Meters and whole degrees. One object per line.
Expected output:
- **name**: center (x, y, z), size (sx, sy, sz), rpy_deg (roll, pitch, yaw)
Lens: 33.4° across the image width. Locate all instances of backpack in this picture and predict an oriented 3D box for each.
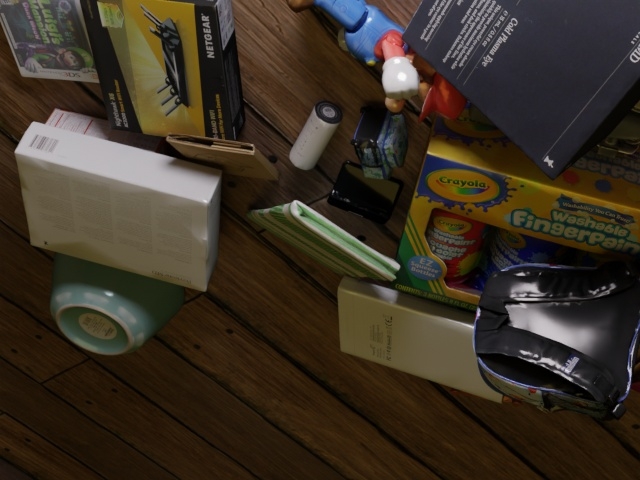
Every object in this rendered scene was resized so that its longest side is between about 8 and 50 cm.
- **backpack**: center (0.108, -0.164, 1.863), size (0.084, 0.105, 0.114), rpy_deg (6, 143, 16)
- **backpack**: center (0.388, 0.160, 1.772), size (0.264, 0.276, 0.213), rpy_deg (13, 154, 12)

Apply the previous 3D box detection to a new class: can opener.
- **can opener**: center (0.388, -0.210, 1.728), size (0.284, 0.076, 0.095), rpy_deg (16, 141, 6)

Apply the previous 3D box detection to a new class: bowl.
- **bowl**: center (-0.477, 0.140, 2.376), size (0.312, 0.163, 0.311), rpy_deg (11, 139, 10)

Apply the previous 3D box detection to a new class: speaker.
- **speaker**: center (-0.010, -0.187, 1.919), size (0.055, 0.055, 0.136), rpy_deg (25, 139, -7)

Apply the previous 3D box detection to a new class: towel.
- **towel**: center (0.000, 0.000, 2.015), size (0.248, 0.038, 0.325), rpy_deg (31, 172, -14)

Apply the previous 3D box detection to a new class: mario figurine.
- **mario figurine**: center (0.082, -0.282, 1.653), size (0.321, 0.198, 0.170), rpy_deg (37, 140, 0)

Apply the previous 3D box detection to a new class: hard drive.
- **hard drive**: center (0.208, 0.200, 2.138), size (0.353, 0.047, 0.233), rpy_deg (17, 143, 16)

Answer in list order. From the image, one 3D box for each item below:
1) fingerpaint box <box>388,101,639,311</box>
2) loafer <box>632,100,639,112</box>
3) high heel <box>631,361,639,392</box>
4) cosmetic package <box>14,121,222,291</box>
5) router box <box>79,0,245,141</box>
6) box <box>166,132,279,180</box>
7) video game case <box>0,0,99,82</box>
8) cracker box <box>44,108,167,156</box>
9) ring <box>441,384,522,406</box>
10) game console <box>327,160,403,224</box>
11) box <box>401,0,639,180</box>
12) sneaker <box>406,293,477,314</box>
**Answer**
- **fingerpaint box**: center (0.375, -0.021, 1.875), size (0.445, 0.163, 0.371), rpy_deg (16, 140, 3)
- **loafer**: center (0.494, -0.305, 1.556), size (0.112, 0.111, 0.319), rpy_deg (8, 138, 12)
- **high heel**: center (0.672, 0.232, 2.109), size (0.117, 0.082, 0.244), rpy_deg (1, 150, 6)
- **cosmetic package**: center (-0.385, -0.060, 2.068), size (0.377, 0.097, 0.284), rpy_deg (15, 140, 4)
- **router box**: center (-0.268, -0.316, 1.854), size (0.243, 0.081, 0.308), rpy_deg (9, 138, 12)
- **box**: center (-0.176, -0.153, 1.966), size (0.165, 0.021, 0.201), rpy_deg (9, 172, 12)
- **video game case**: center (-0.489, -0.369, 1.924), size (0.173, 0.022, 0.190), rpy_deg (6, 138, 14)
- **cracker box**: center (-0.419, -0.159, 2.095), size (0.232, 0.067, 0.155), rpy_deg (13, 139, 7)
- **ring**: center (0.375, 0.282, 2.256), size (0.337, 0.032, 0.336), rpy_deg (9, 150, 5)
- **game console**: center (0.084, -0.090, 2.026), size (0.122, 0.071, 0.107), rpy_deg (21, 169, -2)
- **box**: center (0.334, -0.319, 1.461), size (0.312, 0.179, 0.343), rpy_deg (47, 140, 12)
- **sneaker**: center (0.246, 0.105, 2.121), size (0.086, 0.085, 0.237), rpy_deg (-13, 137, 46)
